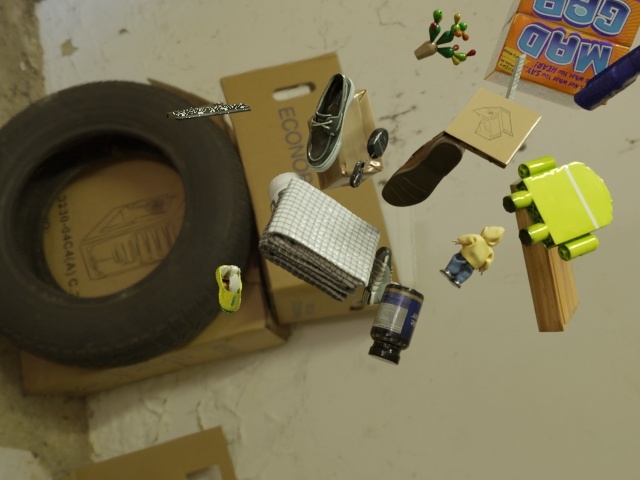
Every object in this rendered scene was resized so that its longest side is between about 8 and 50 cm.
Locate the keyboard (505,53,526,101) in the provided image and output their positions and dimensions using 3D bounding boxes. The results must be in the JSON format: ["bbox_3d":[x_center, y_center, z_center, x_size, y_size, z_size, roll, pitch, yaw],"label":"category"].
[{"bbox_3d":[0.539,-0.399,1.690,0.072,0.014,0.256,-30,137,-50],"label":"keyboard"}]

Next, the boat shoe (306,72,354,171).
[{"bbox_3d":[0.016,-0.400,1.978,0.119,0.121,0.336,22,83,-68],"label":"boat shoe"}]

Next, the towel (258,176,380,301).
[{"bbox_3d":[0.000,0.000,1.494,0.283,0.121,0.235,31,40,-11],"label":"towel"}]

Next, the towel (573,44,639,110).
[{"bbox_3d":[0.775,-0.427,1.419,0.076,0.308,0.227,53,43,-1],"label":"towel"}]

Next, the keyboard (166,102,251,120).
[{"bbox_3d":[-0.443,-0.509,2.315,0.201,0.317,0.033,25,-57,54],"label":"keyboard"}]

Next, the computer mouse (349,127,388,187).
[{"bbox_3d":[0.140,-0.252,1.788,0.242,0.041,0.071,-56,142,-30],"label":"computer mouse"}]

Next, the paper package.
[{"bbox_3d":[0.087,-0.364,2.215,0.325,0.168,0.310,157,-77,-76],"label":"paper package"}]

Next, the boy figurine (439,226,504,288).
[{"bbox_3d":[0.583,0.044,2.270,0.177,0.285,0.092,42,-1,-6],"label":"boy figurine"}]

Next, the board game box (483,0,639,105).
[{"bbox_3d":[0.785,-0.660,1.943,0.356,0.356,0.357,-45,154,-77],"label":"board game box"}]

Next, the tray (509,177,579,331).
[{"bbox_3d":[0.623,0.021,1.628,0.202,0.076,0.411,-27,105,-52],"label":"tray"}]

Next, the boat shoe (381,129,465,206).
[{"bbox_3d":[0.289,-0.197,1.620,0.110,0.307,0.104,40,49,-13],"label":"boat shoe"}]

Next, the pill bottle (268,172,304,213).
[{"bbox_3d":[-0.076,-0.088,1.974,0.161,0.161,0.283,67,0,-49],"label":"pill bottle"}]

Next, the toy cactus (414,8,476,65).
[{"bbox_3d":[0.386,-0.622,1.875,0.219,0.180,0.112,30,42,-50],"label":"toy cactus"}]

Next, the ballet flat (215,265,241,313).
[{"bbox_3d":[-0.259,0.119,1.718,0.231,0.077,0.077,-111,-143,-60],"label":"ballet flat"}]

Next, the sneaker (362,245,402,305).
[{"bbox_3d":[0.240,0.130,2.108,0.086,0.132,0.229,-124,-133,-59],"label":"sneaker"}]

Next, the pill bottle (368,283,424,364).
[{"bbox_3d":[0.218,0.248,1.747,0.123,0.122,0.219,60,49,-69],"label":"pill bottle"}]

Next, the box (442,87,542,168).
[{"bbox_3d":[0.402,-0.268,1.388,0.164,0.201,0.021,32,-31,16],"label":"box"}]

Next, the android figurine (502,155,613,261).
[{"bbox_3d":[0.555,-0.082,1.361,0.248,0.272,0.056,66,-20,12],"label":"android figurine"}]
